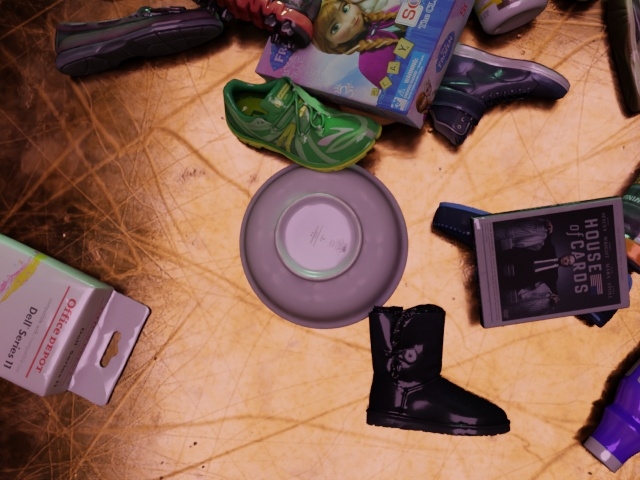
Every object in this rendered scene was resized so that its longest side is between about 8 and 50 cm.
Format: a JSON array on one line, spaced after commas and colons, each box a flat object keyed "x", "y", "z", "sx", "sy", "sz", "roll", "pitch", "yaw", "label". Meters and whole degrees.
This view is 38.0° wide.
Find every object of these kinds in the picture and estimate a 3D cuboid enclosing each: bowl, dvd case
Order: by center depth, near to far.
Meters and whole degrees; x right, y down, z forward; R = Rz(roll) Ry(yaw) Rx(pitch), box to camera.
[{"x": 0.360, "y": 0.034, "z": 1.457, "sx": 0.238, "sy": 0.029, "sz": 0.179, "roll": -8, "pitch": 100, "yaw": -3, "label": "dvd case"}, {"x": 0.000, "y": 0.000, "z": 1.549, "sx": 0.297, "sy": 0.134, "sz": 0.298, "roll": 0, "pitch": 85, "yaw": 5, "label": "bowl"}]

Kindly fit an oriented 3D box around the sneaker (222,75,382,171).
[{"x": -0.043, "y": -0.196, "z": 1.530, "sx": 0.295, "sy": 0.123, "sz": 0.109, "roll": 15, "pitch": 64, "yaw": 25, "label": "sneaker"}]

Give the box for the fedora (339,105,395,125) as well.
[{"x": 0.123, "y": -0.269, "z": 1.575, "sx": 0.194, "sy": 0.079, "sz": 0.194, "roll": -9, "pitch": 71, "yaw": 26, "label": "fedora"}]

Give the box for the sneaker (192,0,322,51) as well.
[{"x": -0.115, "y": -0.427, "z": 1.545, "sx": 0.276, "sy": 0.097, "sz": 0.135, "roll": 27, "pitch": 79, "yaw": 9, "label": "sneaker"}]

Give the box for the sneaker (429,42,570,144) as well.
[{"x": 0.292, "y": -0.228, "z": 1.565, "sx": 0.226, "sy": 0.086, "sz": 0.163, "roll": 16, "pitch": 80, "yaw": 10, "label": "sneaker"}]

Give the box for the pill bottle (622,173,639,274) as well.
[{"x": 0.568, "y": -0.062, "z": 1.514, "sx": 0.130, "sy": 0.130, "sz": 0.246, "roll": 37, "pitch": 88, "yaw": 6, "label": "pill bottle"}]

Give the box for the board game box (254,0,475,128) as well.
[{"x": 0.084, "y": -0.376, "z": 1.542, "sx": 0.318, "sy": 0.066, "sz": 0.319, "roll": 21, "pitch": 86, "yaw": 32, "label": "board game box"}]

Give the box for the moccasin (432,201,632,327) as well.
[{"x": 0.337, "y": 0.041, "z": 1.521, "sx": 0.342, "sy": 0.138, "sz": 0.117, "roll": 24, "pitch": 92, "yaw": 6, "label": "moccasin"}]

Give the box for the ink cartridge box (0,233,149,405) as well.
[{"x": -0.496, "y": 0.127, "z": 1.579, "sx": 0.353, "sy": 0.119, "sz": 0.207, "roll": 24, "pitch": 87, "yaw": 6, "label": "ink cartridge box"}]

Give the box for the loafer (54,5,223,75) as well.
[{"x": -0.323, "y": -0.370, "z": 1.619, "sx": 0.302, "sy": 0.109, "sz": 0.095, "roll": -14, "pitch": 80, "yaw": 6, "label": "loafer"}]

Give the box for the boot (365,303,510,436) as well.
[{"x": 0.195, "y": 0.210, "z": 1.535, "sx": 0.246, "sy": 0.094, "sz": 0.207, "roll": 4, "pitch": 89, "yaw": 10, "label": "boot"}]

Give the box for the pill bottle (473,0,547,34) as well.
[{"x": 0.291, "y": -0.467, "z": 1.574, "sx": 0.117, "sy": 0.117, "sz": 0.215, "roll": -23, "pitch": 84, "yaw": 2, "label": "pill bottle"}]

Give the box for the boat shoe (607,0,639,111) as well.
[{"x": 0.539, "y": -0.332, "z": 1.569, "sx": 0.073, "sy": 0.080, "sz": 0.224, "roll": -10, "pitch": 91, "yaw": -5, "label": "boat shoe"}]

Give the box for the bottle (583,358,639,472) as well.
[{"x": 0.546, "y": 0.252, "z": 1.509, "sx": 0.118, "sy": 0.092, "sz": 0.283, "roll": 42, "pitch": 89, "yaw": 7, "label": "bottle"}]
